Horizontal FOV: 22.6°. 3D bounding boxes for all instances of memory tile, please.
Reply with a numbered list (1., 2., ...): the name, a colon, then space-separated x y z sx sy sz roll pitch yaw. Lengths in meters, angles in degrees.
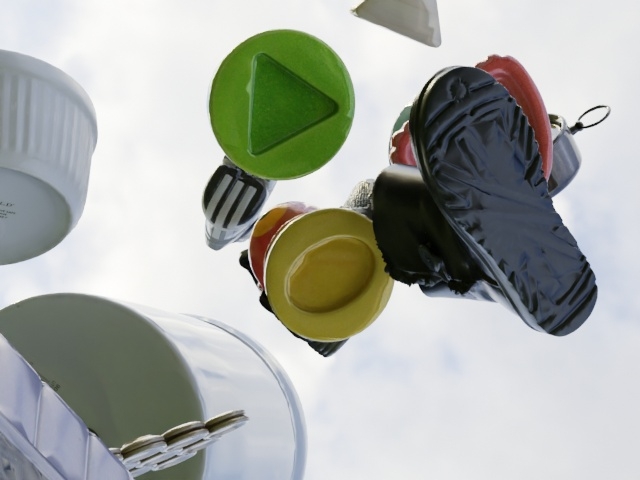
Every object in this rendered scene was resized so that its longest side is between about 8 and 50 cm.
1. memory tile: -0.131 0.154 1.134 0.113 0.148 0.012 -36 -108 47

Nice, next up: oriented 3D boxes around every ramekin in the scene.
1. ramekin: -0.298 -0.064 1.405 0.207 0.207 0.109 -37 -133 39

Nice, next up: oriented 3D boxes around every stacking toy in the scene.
1. stacking toy: 0.034 -0.094 1.462 0.279 0.309 0.130 62 -11 -17

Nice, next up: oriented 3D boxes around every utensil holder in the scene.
1. utensil holder: -0.210 0.225 1.725 0.328 0.385 0.327 -1 -98 11

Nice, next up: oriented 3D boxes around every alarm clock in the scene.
1. alarm clock: 0.215 -0.083 1.619 0.064 0.192 0.129 58 -7 -20

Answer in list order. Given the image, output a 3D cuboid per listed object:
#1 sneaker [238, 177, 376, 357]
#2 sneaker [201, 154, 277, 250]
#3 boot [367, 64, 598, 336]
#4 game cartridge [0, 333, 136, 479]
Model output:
1. sneaker: 0.000 0.000 1.654 0.087 0.130 0.227 -40 -159 51
2. sneaker: -0.071 -0.082 1.778 0.086 0.228 0.132 32 -29 5
3. boot: 0.097 -0.036 1.284 0.207 0.094 0.246 17 -35 57
4. game cartridge: -0.111 0.195 0.594 0.068 0.230 0.355 -23 -144 12
